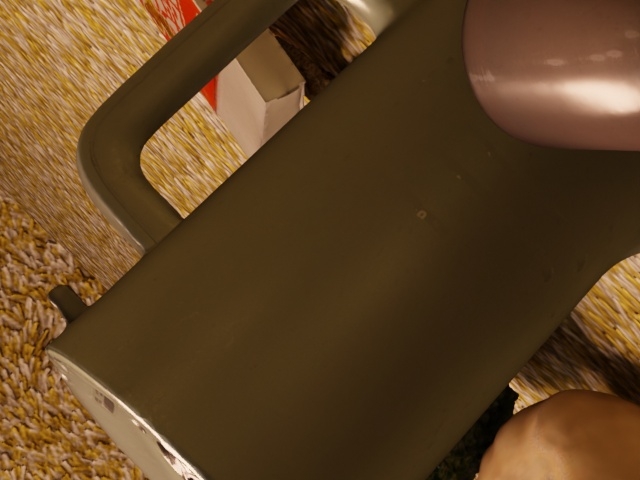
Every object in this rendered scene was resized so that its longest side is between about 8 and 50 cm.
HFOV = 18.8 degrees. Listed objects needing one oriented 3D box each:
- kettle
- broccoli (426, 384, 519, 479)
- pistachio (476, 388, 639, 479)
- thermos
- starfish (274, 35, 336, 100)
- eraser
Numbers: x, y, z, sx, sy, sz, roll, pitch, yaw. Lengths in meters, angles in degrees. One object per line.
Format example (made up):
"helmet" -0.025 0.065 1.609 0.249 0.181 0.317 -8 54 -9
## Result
"kettle" 0.007 0.010 1.107 0.265 0.318 0.205 36 165 36
"broccoli" 0.028 0.089 1.508 0.375 0.249 0.302 1 -119 -59
"pistachio" 0.255 0.241 1.416 0.318 0.214 0.193 36 124 0
"thermos" 0.152 -0.103 0.831 0.193 0.105 0.137 11 114 61
"starfish" 0.021 -0.084 1.373 0.238 0.057 0.213 53 174 11
"eraser" -0.090 -0.168 1.370 0.230 0.038 0.157 56 168 11
